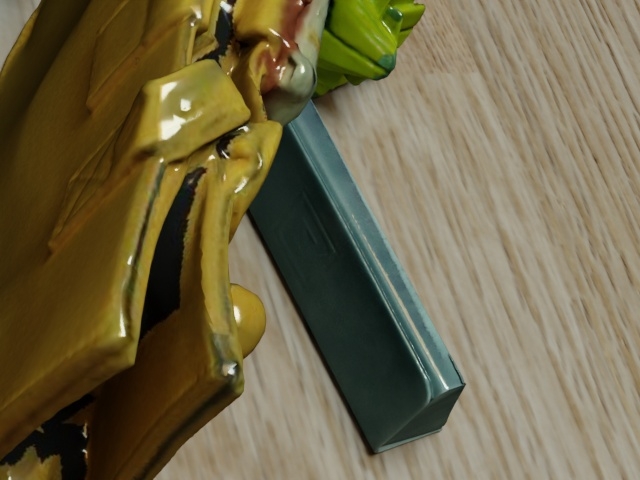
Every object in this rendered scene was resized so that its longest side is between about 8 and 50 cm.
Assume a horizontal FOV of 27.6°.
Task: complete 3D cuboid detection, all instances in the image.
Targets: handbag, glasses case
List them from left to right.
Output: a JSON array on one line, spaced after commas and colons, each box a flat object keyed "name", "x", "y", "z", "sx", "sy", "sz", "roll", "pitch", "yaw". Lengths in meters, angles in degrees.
[{"name": "handbag", "x": -0.094, "y": -0.042, "z": 0.659, "sx": 0.133, "sy": 0.283, "sz": 0.401, "roll": 24, "pitch": 48, "yaw": -19}, {"name": "glasses case", "x": 0.000, "y": 0.000, "z": 0.824, "sx": 0.056, "sy": 0.105, "sz": 0.266, "roll": -24, "pitch": 70, "yaw": -12}]

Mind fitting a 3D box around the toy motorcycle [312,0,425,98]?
[{"name": "toy motorcycle", "x": -0.086, "y": -0.223, "z": 0.890, "sx": 0.342, "sy": 0.142, "sz": 0.206, "roll": 30, "pitch": 50, "yaw": -6}]
